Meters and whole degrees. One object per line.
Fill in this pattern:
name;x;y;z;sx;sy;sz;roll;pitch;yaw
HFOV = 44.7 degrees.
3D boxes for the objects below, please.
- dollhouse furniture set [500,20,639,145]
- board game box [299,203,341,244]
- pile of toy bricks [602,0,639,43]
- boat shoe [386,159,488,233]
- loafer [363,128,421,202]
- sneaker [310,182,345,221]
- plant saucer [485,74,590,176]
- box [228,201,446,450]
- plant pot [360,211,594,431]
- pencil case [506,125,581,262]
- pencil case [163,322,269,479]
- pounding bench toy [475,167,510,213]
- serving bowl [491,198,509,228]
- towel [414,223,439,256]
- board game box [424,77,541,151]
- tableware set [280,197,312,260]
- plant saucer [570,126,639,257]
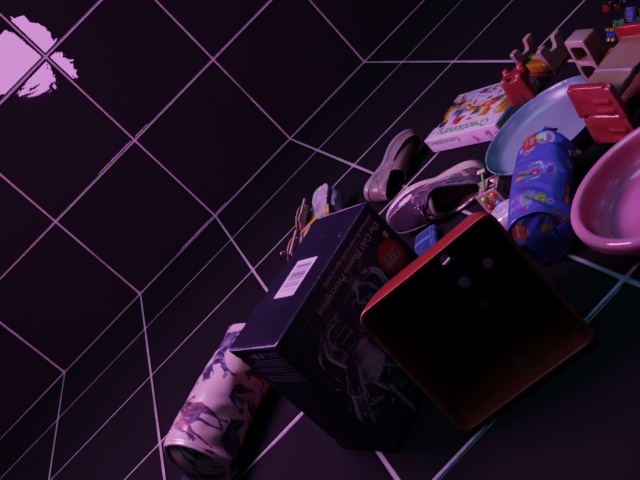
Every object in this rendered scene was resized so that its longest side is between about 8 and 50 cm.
dollhouse furniture set;0.542;-0.324;1.629;0.201;0.152;0.374;-48;27;-14
board game box;0.000;0.000;2.201;0.170;0.048;0.141;-45;37;45
pile of toy bricks;0.736;-0.510;1.792;0.105;0.118;0.212;-10;15;3
boat shoe;0.275;-0.093;1.877;0.285;0.103;0.092;-29;20;26
loafer;0.225;-0.208;2.250;0.087;0.094;0.251;23;78;43
sneaker;0.024;-0.056;2.348;0.090;0.094;0.235;-16;54;47
plant saucer;0.519;-0.253;1.783;0.317;0.044;0.318;-39;20;17
box;0.063;0.164;1.476;0.179;0.312;0.343;-16;36;54
plant pot;0.252;0.105;1.323;0.267;0.267;0.236;-40;9;14
pencil case;0.438;-0.094;1.516;0.133;0.119;0.306;-18;31;32
pencil case;-0.209;0.373;1.826;0.159;0.183;0.410;-24;26;37
pounding bench toy;0.375;-0.113;1.734;0.052;0.083;0.065;-30;24;37
serving bowl;0.397;-0.062;1.673;0.083;0.027;0.083;-38;21;18
towel;0.248;0.011;1.827;0.067;0.029;0.119;-37;21;25
board game box;0.434;-0.340;2.111;0.193;0.053;0.305;-53;21;-19
tableware set;-0.072;-0.019;2.332;0.039;0.128;0.194;7;66;17
plant saucer;0.576;-0.089;1.278;0.332;0.084;0.332;-39;20;17
